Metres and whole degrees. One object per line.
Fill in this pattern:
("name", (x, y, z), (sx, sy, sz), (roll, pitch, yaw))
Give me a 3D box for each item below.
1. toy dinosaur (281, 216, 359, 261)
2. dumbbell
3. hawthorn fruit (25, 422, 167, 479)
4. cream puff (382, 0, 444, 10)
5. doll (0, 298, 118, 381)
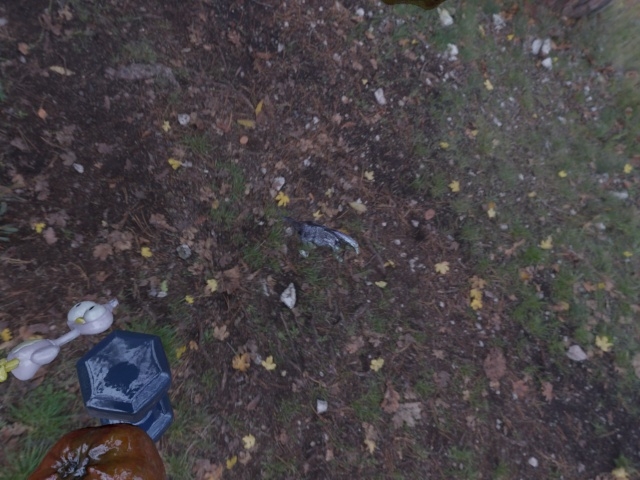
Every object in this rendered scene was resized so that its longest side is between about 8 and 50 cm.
("toy dinosaur", (0.005, -0.006, 1.225), (0.162, 0.294, 0.077), (52, 54, -43))
("dumbbell", (-0.367, 0.304, 0.809), (0.144, 0.325, 0.160), (-12, 57, -28))
("hawthorn fruit", (-0.269, 0.334, 0.535), (0.162, 0.163, 0.203), (-24, 134, -14))
("cream puff", (0.141, -0.457, 0.545), (0.281, 0.282, 0.185), (9, 84, -12))
("doll", (-0.718, 0.267, 1.153), (0.365, 0.160, 0.094), (-45, 120, -52))
